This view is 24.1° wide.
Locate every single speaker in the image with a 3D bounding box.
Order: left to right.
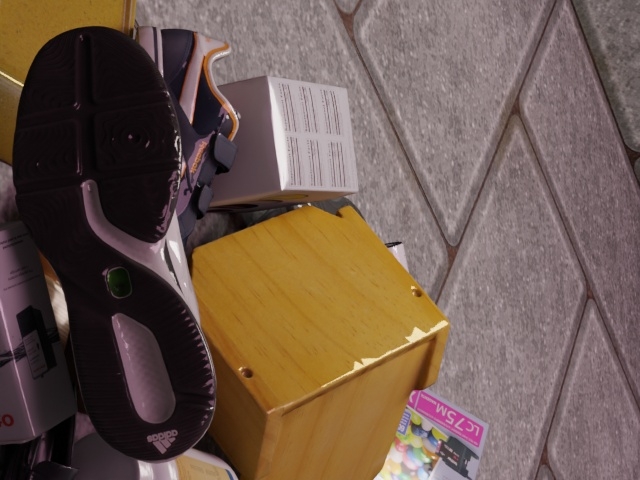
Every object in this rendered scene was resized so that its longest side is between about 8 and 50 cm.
[{"bbox_3d":[0.121,0.074,2.429,0.055,0.055,0.136,-26,105,-60],"label":"speaker"}]

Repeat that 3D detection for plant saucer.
[{"bbox_3d":[-0.317,-0.251,1.719,0.333,0.081,0.332,30,56,-54],"label":"plant saucer"}]

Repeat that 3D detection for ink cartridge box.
[{"bbox_3d":[-0.346,0.096,1.504,0.087,0.153,0.208,-26,107,-61],"label":"ink cartridge box"},{"bbox_3d":[0.140,0.366,2.292,0.186,0.065,0.311,31,50,-9],"label":"ink cartridge box"}]

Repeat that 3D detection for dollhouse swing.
[{"bbox_3d":[-0.054,0.188,2.002,0.347,0.305,0.315,-23,66,-42],"label":"dollhouse swing"}]

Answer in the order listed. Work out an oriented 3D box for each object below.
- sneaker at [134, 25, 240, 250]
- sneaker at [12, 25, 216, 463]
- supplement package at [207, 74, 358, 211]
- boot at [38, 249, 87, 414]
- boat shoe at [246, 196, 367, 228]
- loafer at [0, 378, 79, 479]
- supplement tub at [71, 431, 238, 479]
[{"bbox_3d":[-0.159,-0.096,1.800,0.126,0.127,0.321,172,-82,-77],"label":"sneaker"},{"bbox_3d":[-0.214,0.019,1.563,0.257,0.169,0.447,115,-35,-76],"label":"sneaker"},{"bbox_3d":[-0.087,-0.120,1.970,0.203,0.194,0.149,-1,83,-60],"label":"supplement package"},{"bbox_3d":[-0.259,0.073,1.735,0.283,0.109,0.220,40,45,-40],"label":"boot"},{"bbox_3d":[0.000,0.002,2.211,0.320,0.103,0.118,19,47,-64],"label":"boat shoe"},{"bbox_3d":[-0.301,0.254,1.615,0.076,0.078,0.223,26,60,-55],"label":"loafer"},{"bbox_3d":[-0.196,0.298,1.722,0.200,0.144,0.144,31,56,-54],"label":"supplement tub"}]
